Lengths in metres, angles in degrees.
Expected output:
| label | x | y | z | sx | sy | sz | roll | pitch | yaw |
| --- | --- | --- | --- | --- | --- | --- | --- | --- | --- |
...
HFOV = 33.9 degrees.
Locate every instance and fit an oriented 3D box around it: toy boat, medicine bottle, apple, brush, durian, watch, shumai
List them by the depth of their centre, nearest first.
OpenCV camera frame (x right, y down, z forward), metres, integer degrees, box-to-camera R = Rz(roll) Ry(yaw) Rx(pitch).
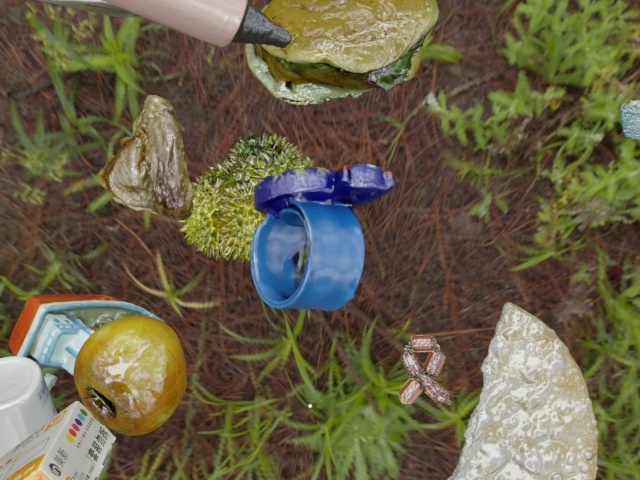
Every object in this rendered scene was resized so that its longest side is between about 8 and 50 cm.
| label | x | y | z | sx | sy | sz | roll | pitch | yaw |
| --- | --- | --- | --- | --- | --- | --- | --- | --- | --- |
| apple | -0.179 | 0.129 | 1.019 | 0.102 | 0.099 | 0.114 | -43 | 112 | -39 |
| shumai | -0.188 | -0.082 | 1.172 | 0.105 | 0.123 | 0.139 | -36 | 72 | -21 |
| brush | 0.499 | -0.164 | 1.391 | 0.196 | 0.070 | 0.021 | -2 | 48 | 22 |
| watch | -0.009 | 0.001 | 1.523 | 0.171 | 0.196 | 0.200 | 4 | 76 | -24 |
| medicine bottle | -0.484 | 0.361 | 1.758 | 0.130 | 0.130 | 0.341 | -10 | 125 | -2 |
| toy boat | -0.386 | 0.181 | 1.890 | 0.133 | 0.332 | 0.145 | 33 | 103 | 33 |
| durian | -0.111 | -0.067 | 1.924 | 0.291 | 0.291 | 0.224 | -45 | 114 | -7 |

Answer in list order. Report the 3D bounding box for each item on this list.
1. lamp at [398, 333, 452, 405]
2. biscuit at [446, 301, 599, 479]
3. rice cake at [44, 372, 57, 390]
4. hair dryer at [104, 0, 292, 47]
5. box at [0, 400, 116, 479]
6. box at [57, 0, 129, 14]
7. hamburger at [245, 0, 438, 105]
| label | x | y | z | sx | sy | sz | roll | pitch | yaw |
| --- | --- | --- | --- | --- | --- | --- | --- | --- | --- |
| lamp | 0.122 | 0.151 | 1.228 | 0.063 | 0.031 | 0.083 | 1 | 75 | 6 |
| biscuit | 0.201 | 0.217 | 1.034 | 0.141 | 0.038 | 0.290 | 18 | 88 | 7 |
| rice cake | -0.517 | 0.292 | 1.901 | 0.022 | 0.021 | 0.121 | 16 | 56 | 20 |
| hair dryer | -0.163 | -0.209 | 0.711 | 0.344 | 0.189 | 0.107 | 17 | 60 | -25 |
| box | -0.426 | 0.364 | 1.451 | 0.274 | 0.221 | 0.091 | -37 | 103 | 8 |
| box | -0.347 | -0.408 | 1.720 | 0.155 | 0.243 | 0.067 | 2 | 100 | -41 |
| hamburger | 0.031 | -0.324 | 1.599 | 0.285 | 0.134 | 0.265 | -24 | 47 | -18 |
